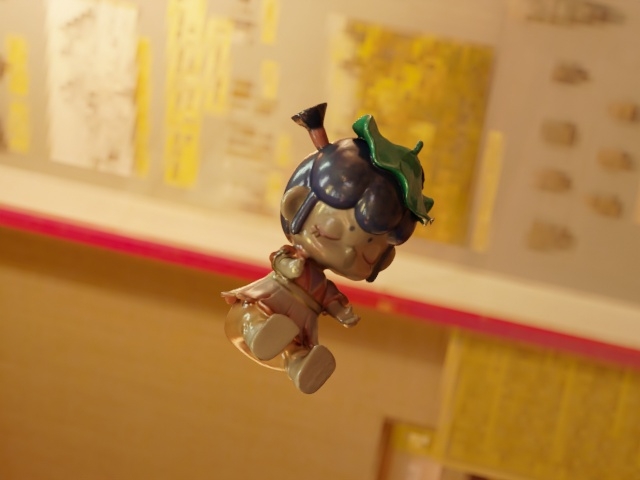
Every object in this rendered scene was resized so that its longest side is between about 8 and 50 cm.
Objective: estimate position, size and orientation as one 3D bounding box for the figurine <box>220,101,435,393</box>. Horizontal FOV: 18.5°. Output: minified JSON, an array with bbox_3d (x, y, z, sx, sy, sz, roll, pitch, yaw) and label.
[{"bbox_3d":[0.000,0.000,1.340,0.111,0.102,0.195,43,-104,-30],"label":"figurine"}]
